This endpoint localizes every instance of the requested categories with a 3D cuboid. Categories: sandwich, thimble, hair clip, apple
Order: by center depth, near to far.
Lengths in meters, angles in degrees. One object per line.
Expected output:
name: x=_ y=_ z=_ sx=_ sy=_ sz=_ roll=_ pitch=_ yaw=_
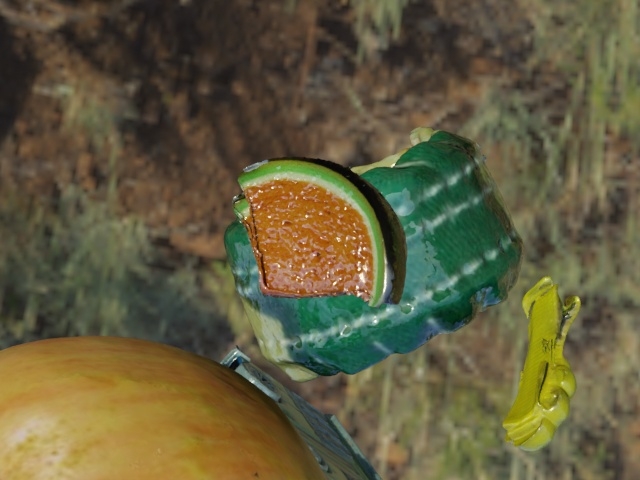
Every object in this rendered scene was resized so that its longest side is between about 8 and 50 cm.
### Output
sandwich: x=-0.002 y=-0.004 z=0.861 sx=0.101 sy=0.069 sz=0.026 roll=6 pitch=169 yaw=28
apple: x=-0.160 y=0.182 z=1.134 sx=0.252 sy=0.309 sz=0.314 roll=57 pitch=174 yaw=-19
hair clip: x=0.187 y=0.112 z=1.516 sx=0.046 sy=0.173 sz=0.072 roll=30 pitch=130 yaw=-15
thimble: x=0.055 y=0.007 z=1.648 sx=0.254 sy=0.167 sz=0.288 roll=-18 pitch=-172 yaw=42

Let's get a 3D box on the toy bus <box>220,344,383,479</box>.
toy bus: x=-0.033 y=0.268 z=1.848 sx=0.190 sy=0.152 sz=0.312 roll=39 pitch=-175 yaw=-32
